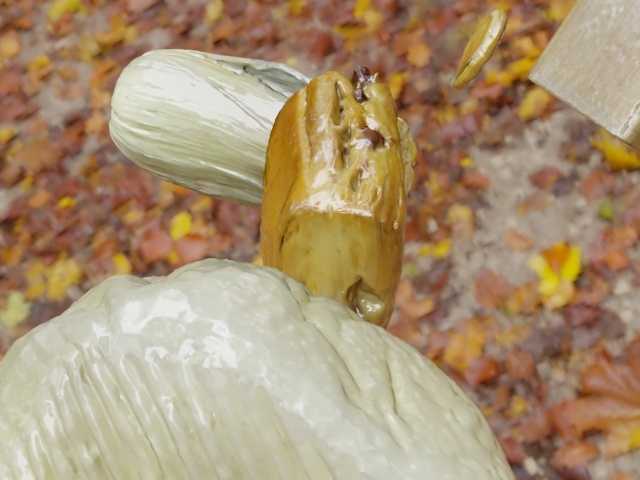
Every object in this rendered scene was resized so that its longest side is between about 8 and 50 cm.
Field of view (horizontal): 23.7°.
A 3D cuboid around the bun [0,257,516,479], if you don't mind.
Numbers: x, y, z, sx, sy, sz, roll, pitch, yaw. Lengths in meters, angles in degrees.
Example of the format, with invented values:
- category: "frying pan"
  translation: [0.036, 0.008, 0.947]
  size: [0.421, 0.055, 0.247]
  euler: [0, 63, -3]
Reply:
- category: "bun"
  translation: [-0.047, 0.175, 0.975]
  size: [0.353, 0.348, 0.227]
  euler: [-11, 11, 12]

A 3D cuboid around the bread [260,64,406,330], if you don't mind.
- category: "bread"
  translation: [0.000, 0.000, 1.194]
  size: [0.099, 0.235, 0.210]
  euler: [6, 44, -7]

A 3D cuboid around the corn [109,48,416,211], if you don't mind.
- category: "corn"
  translation: [-0.052, -0.092, 1.408]
  size: [0.305, 0.122, 0.123]
  euler: [15, 75, 21]

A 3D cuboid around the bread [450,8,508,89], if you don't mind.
- category: "bread"
  translation: [0.188, -0.226, 1.816]
  size: [0.110, 0.024, 0.110]
  euler: [-59, 9, 14]

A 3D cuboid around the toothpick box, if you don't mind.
- category: "toothpick box"
  translation: [0.376, -0.252, 1.604]
  size: [0.190, 0.187, 0.308]
  euler: [37, 101, 23]
